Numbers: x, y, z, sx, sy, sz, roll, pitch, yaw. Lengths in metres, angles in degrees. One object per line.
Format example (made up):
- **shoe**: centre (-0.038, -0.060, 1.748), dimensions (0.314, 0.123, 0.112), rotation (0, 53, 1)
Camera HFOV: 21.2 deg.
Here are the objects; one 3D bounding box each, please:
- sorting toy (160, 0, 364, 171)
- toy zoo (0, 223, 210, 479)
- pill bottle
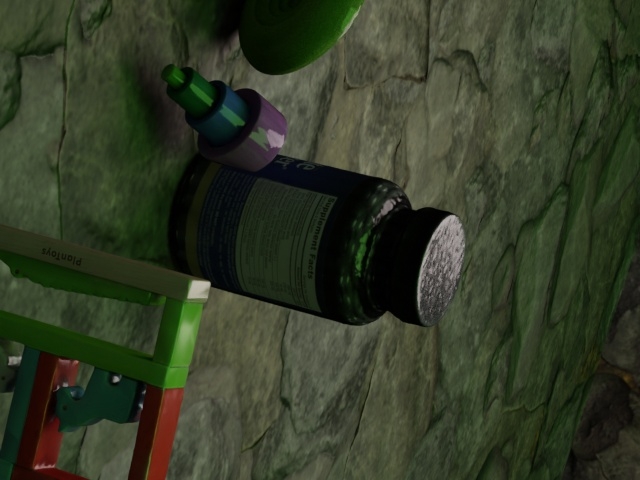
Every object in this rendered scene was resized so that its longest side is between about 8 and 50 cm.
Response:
- **sorting toy**: centre (-0.037, -0.236, 1.356), dimensions (0.126, 0.127, 0.365), rotation (40, 63, -38)
- **toy zoo**: centre (-0.190, 0.145, 1.099), dimensions (0.030, 0.192, 0.293), rotation (8, 95, -66)
- **pill bottle**: centre (0.000, 0.000, 1.390), dimensions (0.123, 0.219, 0.123), rotation (-41, 139, -51)
